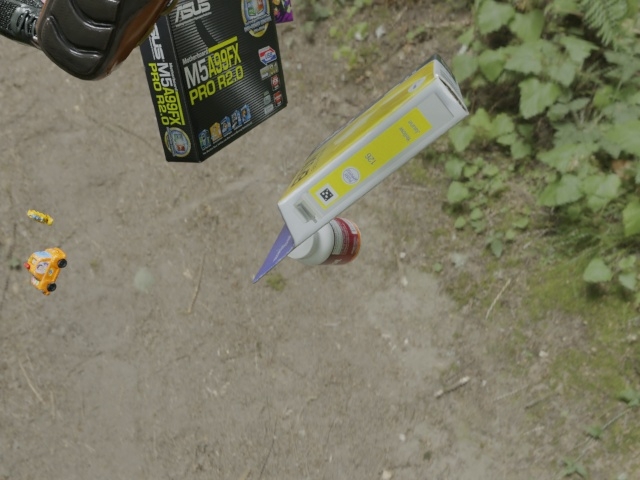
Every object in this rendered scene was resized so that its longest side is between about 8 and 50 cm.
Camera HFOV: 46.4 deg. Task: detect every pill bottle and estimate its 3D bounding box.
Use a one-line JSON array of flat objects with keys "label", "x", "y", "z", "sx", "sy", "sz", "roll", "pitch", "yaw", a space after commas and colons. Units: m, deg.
[{"label": "pill bottle", "x": 0.000, "y": 0.000, "z": 1.261, "sx": 0.086, "sy": 0.152, "sz": 0.086, "roll": -1, "pitch": 87, "yaw": 32}]

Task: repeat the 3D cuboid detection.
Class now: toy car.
[{"label": "toy car", "x": -0.353, "y": 0.013, "z": 0.923, "sx": 0.060, "sy": 0.040, "sz": 0.122, "roll": -53, "pitch": 46, "yaw": 12}]

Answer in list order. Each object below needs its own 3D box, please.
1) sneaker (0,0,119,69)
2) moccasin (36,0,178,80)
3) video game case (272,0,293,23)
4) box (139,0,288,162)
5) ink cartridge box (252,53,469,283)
[{"label": "sneaker", "x": -0.335, "y": -0.265, "z": 0.946, "sx": 0.178, "sy": 0.072, "sz": 0.077, "roll": 16, "pitch": 15, "yaw": -19}, {"label": "moccasin", "x": -0.166, "y": -0.334, "z": 0.783, "sx": 0.139, "sy": 0.380, "sz": 0.147, "roll": 32, "pitch": 34, "yaw": -5}, {"label": "video game case", "x": -0.150, "y": -0.537, "z": 1.508, "sx": 0.042, "sy": 0.210, "sz": 0.232, "roll": 2, "pitch": 19, "yaw": 34}, {"label": "box", "x": -0.147, "y": -0.258, "z": 1.081, "sx": 0.060, "sy": 0.216, "sz": 0.270, "roll": 6, "pitch": 28, "yaw": 25}, {"label": "ink cartridge box", "x": 0.040, "y": -0.107, "z": 0.938, "sx": 0.307, "sy": 0.072, "sz": 0.303, "roll": -35, "pitch": 11, "yaw": 17}]
